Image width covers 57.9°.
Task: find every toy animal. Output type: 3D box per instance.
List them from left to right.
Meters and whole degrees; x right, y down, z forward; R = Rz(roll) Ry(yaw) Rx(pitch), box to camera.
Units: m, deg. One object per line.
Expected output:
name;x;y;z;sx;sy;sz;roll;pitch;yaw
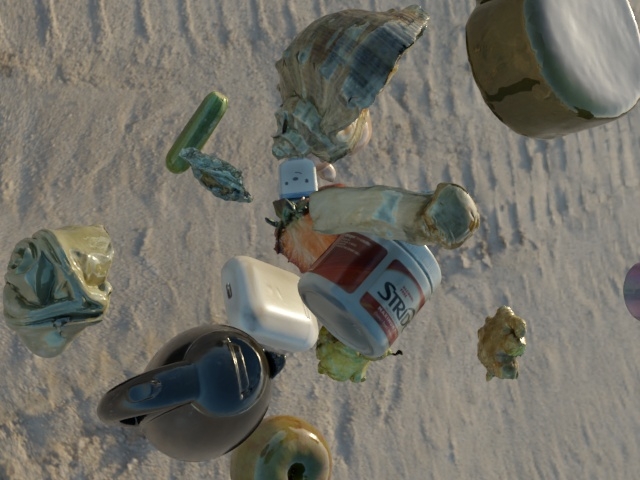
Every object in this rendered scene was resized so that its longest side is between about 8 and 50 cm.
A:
toy animal;0.017;-0.346;1.923;0.237;0.326;0.270;19;88;-47

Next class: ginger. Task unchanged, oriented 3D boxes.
ginger;0.482;0.285;1.544;0.102;0.157;0.216;3;112;-25

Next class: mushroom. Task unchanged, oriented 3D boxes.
mushroom;0.061;-0.029;0.594;0.054;0.202;0.059;29;73;-50

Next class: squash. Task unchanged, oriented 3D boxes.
squash;-0.290;-0.246;1.344;0.066;0.066;0.229;25;115;-31

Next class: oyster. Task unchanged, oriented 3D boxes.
oyster;-0.140;-0.087;0.804;0.098;0.100;0.037;18;70;10

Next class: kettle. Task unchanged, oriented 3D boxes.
kettle;-0.197;0.232;0.878;0.268;0.290;0.208;-10;73;-23

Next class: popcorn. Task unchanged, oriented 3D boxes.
popcorn;0.078;0.223;1.276;0.173;0.195;0.168;45;52;9

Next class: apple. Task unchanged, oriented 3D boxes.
apple;-0.104;0.569;1.467;0.256;0.234;0.257;4;82;-25

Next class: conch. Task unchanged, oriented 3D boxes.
conch;0.021;-0.237;0.810;0.158;0.210;0.291;33;87;2

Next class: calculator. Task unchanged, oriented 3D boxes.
calculator;-0.067;-0.163;1.746;0.121;0.039;0.210;-6;59;3

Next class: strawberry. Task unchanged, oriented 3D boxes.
strawberry;0.000;0.000;1.414;0.286;0.188;0.106;47;34;4

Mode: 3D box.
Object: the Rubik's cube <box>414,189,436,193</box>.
Rubik's cube;0.215;-0.059;1.170;0.084;0.075;0.073;27;61;-52

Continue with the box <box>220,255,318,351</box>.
box;-0.161;0.205;1.852;0.349;0.141;0.289;25;35;-44

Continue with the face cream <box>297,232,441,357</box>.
face cream;0.087;0.081;1.053;0.187;0.201;0.201;-46;112;-19

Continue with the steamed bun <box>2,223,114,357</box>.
steamed bun;-0.456;0.068;0.973;0.218;0.211;0.144;-36;140;12

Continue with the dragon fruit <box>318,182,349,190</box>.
dragon fruit;0.056;-0.072;2.204;0.295;0.301;0.296;-18;122;-32

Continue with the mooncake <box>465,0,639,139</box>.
mooncake;0.261;-0.221;0.648;0.234;0.117;0.235;10;74;-36

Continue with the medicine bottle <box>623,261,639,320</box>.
medicine bottle;0.442;0.059;0.645;0.119;0.188;0.095;24;79;-17
